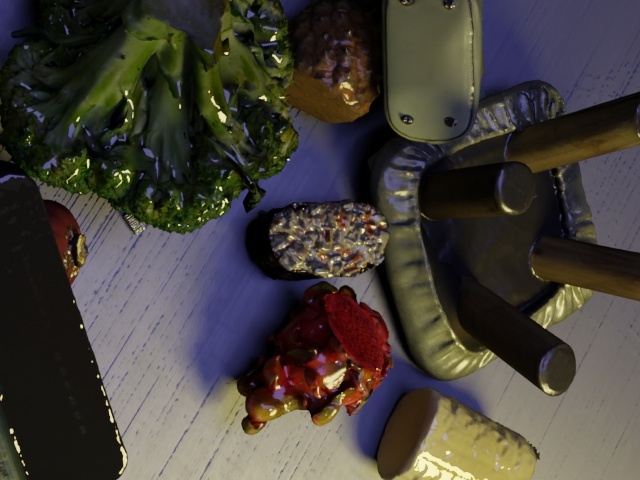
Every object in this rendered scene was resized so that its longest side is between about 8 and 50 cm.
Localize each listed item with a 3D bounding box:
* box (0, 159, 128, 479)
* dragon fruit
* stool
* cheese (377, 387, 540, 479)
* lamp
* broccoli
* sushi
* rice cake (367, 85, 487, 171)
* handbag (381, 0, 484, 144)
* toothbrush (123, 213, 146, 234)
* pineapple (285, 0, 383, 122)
[{"bbox_3d":[-0.323,0.113,1.477,0.211,0.058,0.350,-22,118,-18],"label":"box"},{"bbox_3d":[-0.007,0.136,1.703,0.208,0.150,0.133,-40,81,-19],"label":"dragon fruit"},{"bbox_3d":[0.250,-0.003,1.790,0.310,0.226,0.310,-27,112,-29],"label":"stool"},{"bbox_3d":[0.158,0.252,1.822,0.167,0.094,0.123,28,85,-24],"label":"cheese"},{"bbox_3d":[-0.275,0.008,1.553,0.101,0.090,0.101,2,90,-76],"label":"lamp"},{"bbox_3d":[-0.160,-0.175,1.519,0.304,0.283,0.321,-1,70,-14],"label":"broccoli"},{"bbox_3d":[0.000,0.000,1.726,0.150,0.078,0.090,-2,83,-30],"label":"sushi"},{"bbox_3d":[0.129,-0.125,1.839,0.180,0.030,0.042,-36,114,-26],"label":"rice cake"},{"bbox_3d":[0.159,-0.256,1.747,0.315,0.109,0.241,-54,149,-55],"label":"handbag"},{"bbox_3d":[-0.230,-0.075,1.627,0.014,0.011,0.167,-38,109,-20],"label":"toothbrush"},{"bbox_3d":[0.038,-0.256,1.734,0.128,0.128,0.248,31,71,-28],"label":"pineapple"}]
